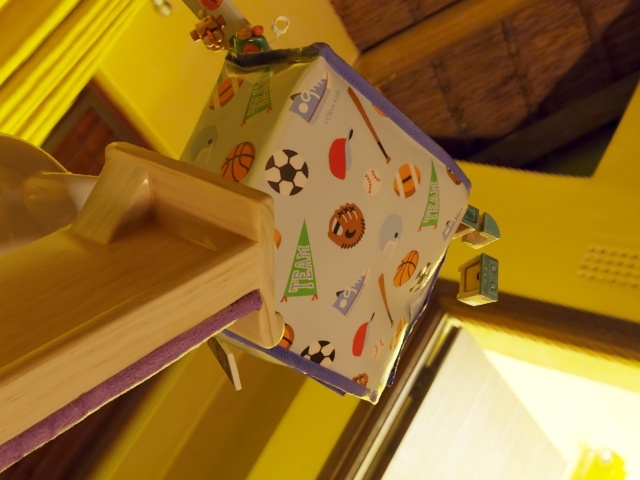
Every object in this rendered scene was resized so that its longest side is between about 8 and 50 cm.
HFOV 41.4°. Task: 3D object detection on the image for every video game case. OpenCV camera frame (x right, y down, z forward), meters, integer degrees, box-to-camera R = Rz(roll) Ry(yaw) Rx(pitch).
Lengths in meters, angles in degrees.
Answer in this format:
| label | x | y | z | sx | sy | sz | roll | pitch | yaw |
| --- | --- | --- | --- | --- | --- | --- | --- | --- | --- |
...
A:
| label | x | y | z | sx | sy | sz | roll | pitch | yaw |
| --- | --- | --- | --- | --- | --- | --- | --- | --- | --- |
| video game case | -0.167 | 0.180 | 1.403 | 0.122 | 0.011 | 0.087 | 48 | -26 | 44 |

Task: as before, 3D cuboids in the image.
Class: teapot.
| label | x | y | z | sx | sy | sz | roll | pitch | yaw |
| --- | --- | --- | --- | --- | --- | --- | --- | --- | --- |
| teapot | -0.324 | 0.002 | 0.906 | 0.187 | 0.252 | 0.256 | -4 | 27 | -46 |

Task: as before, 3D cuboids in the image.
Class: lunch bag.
| label | x | y | z | sx | sy | sz | roll | pitch | yaw |
| --- | --- | --- | --- | --- | --- | --- | --- | --- | --- |
| lunch bag | 0.000 | 0.000 | 1.026 | 0.385 | 0.327 | 0.239 | 30 | -9 | -40 |

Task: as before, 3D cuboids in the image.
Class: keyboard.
| label | x | y | z | sx | sy | sz | roll | pitch | yaw |
| --- | --- | --- | --- | --- | --- | --- | --- | --- | --- |
| keyboard | -0.132 | -0.329 | 1.394 | 0.256 | 0.014 | 0.072 | 48 | -44 | -9 |

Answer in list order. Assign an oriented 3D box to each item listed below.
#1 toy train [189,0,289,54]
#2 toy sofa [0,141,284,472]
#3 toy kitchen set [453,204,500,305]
| label | x | y | z | sx | sy | sz | roll | pitch | yaw |
| --- | --- | --- | --- | --- | --- | --- | --- | --- | --- |
| toy train | -0.129 | -0.333 | 1.296 | 0.166 | 0.125 | 0.046 | 26 | 25 | -32 |
| toy sofa | -0.188 | 0.089 | 0.487 | 0.150 | 0.362 | 0.177 | 20 | -57 | 32 |
| toy kitchen set | 0.234 | -0.001 | 1.474 | 0.207 | 0.166 | 0.122 | 22 | -31 | -25 |
